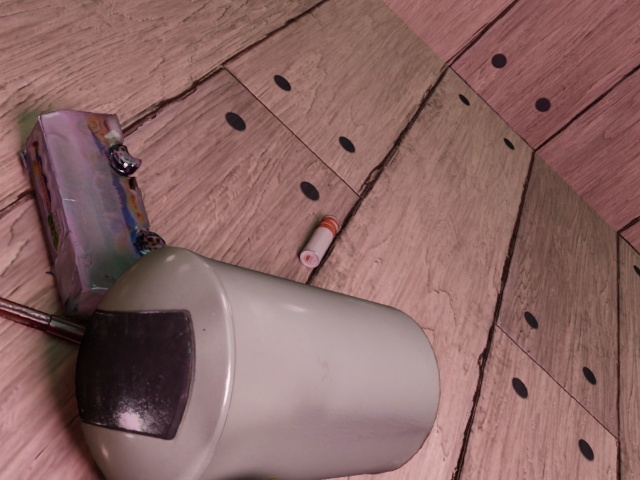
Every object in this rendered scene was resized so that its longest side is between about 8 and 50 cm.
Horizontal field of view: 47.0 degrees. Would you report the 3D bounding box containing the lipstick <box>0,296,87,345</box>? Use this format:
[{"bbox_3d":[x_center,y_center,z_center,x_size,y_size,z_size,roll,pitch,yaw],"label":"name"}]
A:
[{"bbox_3d":[-0.358,0.093,0.902,0.177,0.027,0.027,26,40,-26],"label":"lipstick"}]

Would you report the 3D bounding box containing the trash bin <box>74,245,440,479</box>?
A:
[{"bbox_3d":[-0.079,0.170,0.909,0.432,0.280,0.280,14,46,-42],"label":"trash bin"}]

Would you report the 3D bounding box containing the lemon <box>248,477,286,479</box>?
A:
[{"bbox_3d":[-0.045,0.380,0.738,0.253,0.254,0.310,-85,161,-47],"label":"lemon"}]

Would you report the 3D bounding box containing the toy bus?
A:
[{"bbox_3d":[-0.309,-0.034,1.010,0.138,0.112,0.316,1,54,-41],"label":"toy bus"}]

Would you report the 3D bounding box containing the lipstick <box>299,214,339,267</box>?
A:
[{"bbox_3d":[0.000,0.000,1.359,0.038,0.038,0.130,42,35,-8],"label":"lipstick"}]
